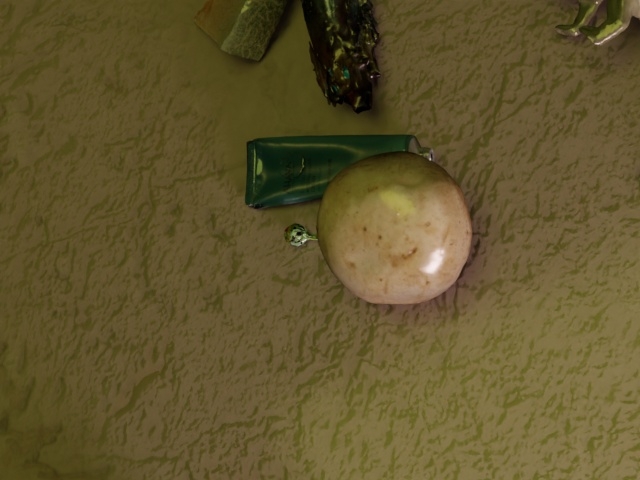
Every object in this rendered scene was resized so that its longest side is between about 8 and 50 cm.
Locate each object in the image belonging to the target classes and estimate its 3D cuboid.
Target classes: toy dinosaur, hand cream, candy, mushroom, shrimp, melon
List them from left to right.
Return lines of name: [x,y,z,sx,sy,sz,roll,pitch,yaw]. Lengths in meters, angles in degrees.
melon: [-0.073,-0.303,1.745,0.098,0.054,0.182,47,112,38]
candy: [0.000,0.000,1.671,0.083,0.025,0.023,13,123,14]
hand cream: [0.018,-0.084,1.679,0.224,0.048,0.083,-6,76,23]
shrimp: [0.078,-0.277,1.699,0.222,0.054,0.290,-10,64,17]
mushroom: [0.079,-0.011,1.592,0.166,0.127,0.166,4,99,24]
toy dinosaur: [0.327,-0.269,1.599,0.294,0.077,0.162,41,91,25]
